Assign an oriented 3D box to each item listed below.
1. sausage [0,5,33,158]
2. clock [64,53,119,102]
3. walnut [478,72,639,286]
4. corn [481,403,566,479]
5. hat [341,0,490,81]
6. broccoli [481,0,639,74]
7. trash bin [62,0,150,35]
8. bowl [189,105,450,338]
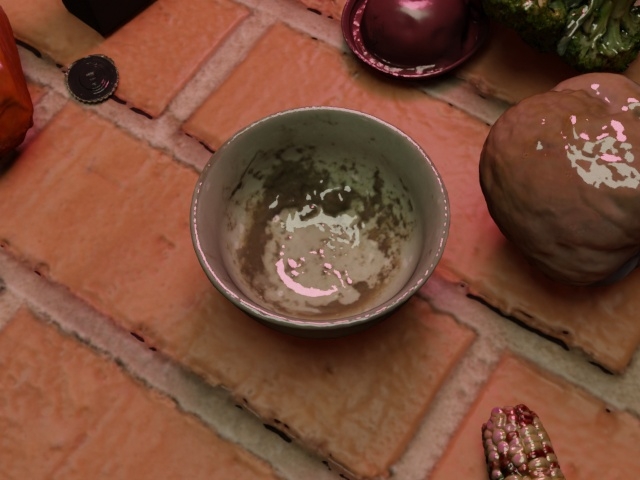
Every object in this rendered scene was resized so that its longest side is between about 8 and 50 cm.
[{"bbox_3d":[-0.469,-0.222,1.328,0.141,0.153,0.268,-22,61,-1],"label":"sausage"},{"bbox_3d":[-0.315,-0.224,1.399,0.074,0.010,0.083,-22,62,-8],"label":"clock"},{"bbox_3d":[0.305,-0.072,1.151,0.248,0.248,0.248,-2,61,3],"label":"walnut"},{"bbox_3d":[0.228,0.306,1.034,0.092,0.092,0.280,-9,57,-1],"label":"corn"},{"bbox_3d":[0.129,-0.308,1.371,0.206,0.089,0.205,-1,61,2],"label":"hat"},{"bbox_3d":[0.322,-0.368,1.278,0.321,0.283,0.303,-5,80,-39],"label":"broccoli"},{"bbox_3d":[-0.270,-0.421,1.421,0.115,0.165,0.225,38,73,21],"label":"trash bin"},{"bbox_3d":[0.000,0.000,1.179,0.289,0.146,0.289,-1,61,1],"label":"bowl"}]
